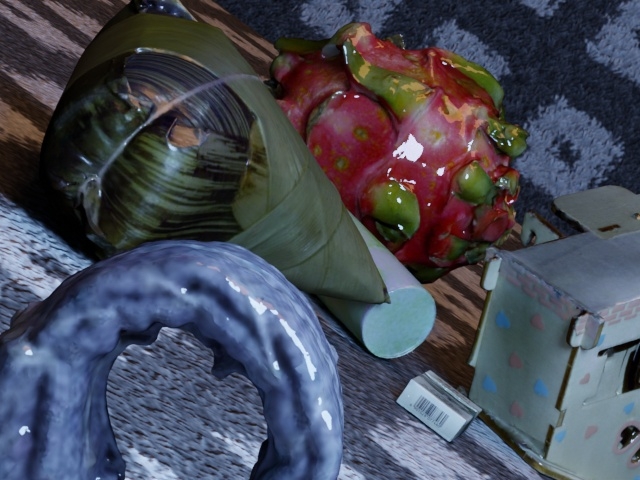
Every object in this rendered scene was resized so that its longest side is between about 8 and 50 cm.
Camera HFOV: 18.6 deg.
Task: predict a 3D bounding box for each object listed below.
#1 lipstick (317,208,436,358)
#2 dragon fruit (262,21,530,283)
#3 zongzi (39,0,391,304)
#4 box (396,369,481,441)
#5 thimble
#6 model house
[{"bbox_3d":[0.000,0.000,1.701,0.076,0.076,0.304,28,11,-38],"label":"lipstick"},{"bbox_3d":[0.059,-0.088,1.912,0.303,0.231,0.237,28,15,31],"label":"dragon fruit"},{"bbox_3d":[-0.052,-0.017,1.386,0.317,0.154,0.289,39,15,-13],"label":"zongzi"},{"bbox_3d":[0.093,0.128,1.517,0.054,0.024,0.083,35,8,10],"label":"box"},{"bbox_3d":[-0.062,0.074,0.790,0.150,0.150,0.098,34,7,-4],"label":"thimble"},{"bbox_3d":[0.266,0.095,1.692,0.326,0.244,0.169,-14,35,-33],"label":"model house"}]
